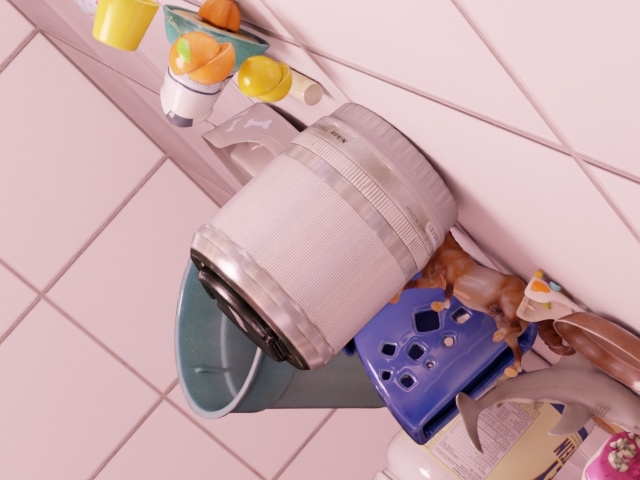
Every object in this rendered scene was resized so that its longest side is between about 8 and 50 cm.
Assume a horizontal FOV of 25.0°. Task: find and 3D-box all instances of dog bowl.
[{"bbox_3d":[-0.023,-0.063,2.153,0.349,0.102,0.349,46,176,4],"label":"dog bowl"}]

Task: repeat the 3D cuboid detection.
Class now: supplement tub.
[{"bbox_3d":[0.254,0.331,2.298,0.235,0.325,0.235,40,174,5],"label":"supplement tub"}]

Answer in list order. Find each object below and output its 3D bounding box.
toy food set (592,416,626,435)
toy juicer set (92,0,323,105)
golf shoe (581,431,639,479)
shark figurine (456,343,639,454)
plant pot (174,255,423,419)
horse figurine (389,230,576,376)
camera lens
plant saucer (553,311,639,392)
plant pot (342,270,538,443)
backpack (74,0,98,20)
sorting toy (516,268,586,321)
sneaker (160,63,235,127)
[{"bbox_3d":[0.436,0.272,2.194,0.083,0.020,0.082,40,173,14],"label":"toy food set"},{"bbox_3d":[-0.097,-0.232,1.701,0.209,0.089,0.329,28,-167,28],"label":"toy juicer set"},{"bbox_3d":[0.374,0.298,1.728,0.306,0.140,0.115,2,-130,-56],"label":"golf shoe"},{"bbox_3d":[0.305,0.187,1.924,0.166,0.278,0.116,-98,10,-55],"label":"shark figurine"},{"bbox_3d":[-0.024,0.145,2.427,0.334,0.341,0.341,10,-170,-29],"label":"plant pot"},{"bbox_3d":[0.201,0.070,1.817,0.263,0.066,0.174,30,-146,3],"label":"horse figurine"},{"bbox_3d":[0.000,0.000,1.714,0.219,0.274,0.219,44,170,10],"label":"camera lens"},{"bbox_3d":[0.348,0.131,1.673,0.168,0.029,0.168,33,172,6],"label":"plant saucer"},{"bbox_3d":[0.150,0.128,2.026,0.212,0.236,0.236,47,176,15],"label":"plant pot"},{"bbox_3d":[-0.259,-0.335,1.787,0.152,0.115,0.182,46,169,-21],"label":"backpack"},{"bbox_3d":[0.280,0.076,1.724,0.075,0.045,0.083,28,162,10],"label":"sorting toy"},{"bbox_3d":[-0.166,-0.211,1.876,0.094,0.091,0.258,28,-164,-3],"label":"sneaker"}]
